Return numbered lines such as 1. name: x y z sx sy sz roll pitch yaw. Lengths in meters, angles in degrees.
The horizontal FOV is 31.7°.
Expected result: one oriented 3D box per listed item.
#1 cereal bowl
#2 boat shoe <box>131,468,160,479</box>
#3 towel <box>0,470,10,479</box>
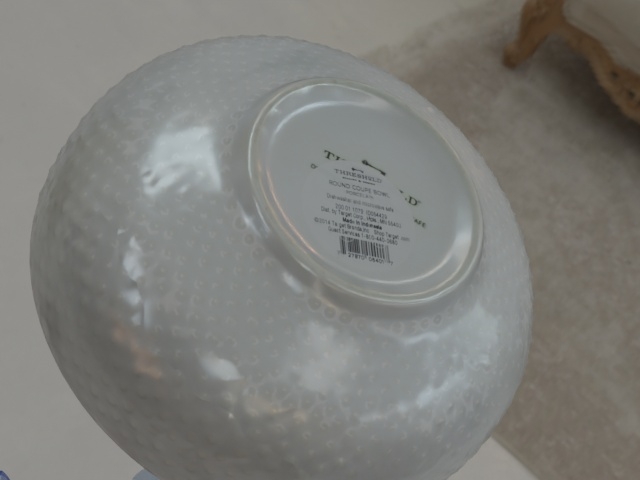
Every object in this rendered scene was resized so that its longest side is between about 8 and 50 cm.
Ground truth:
1. cereal bowl: 0.000 0.000 0.716 0.339 0.141 0.339 16 53 -22
2. boat shoe: -0.159 0.344 1.189 0.080 0.076 0.228 -16 41 -11
3. towel: -0.430 0.471 1.445 0.034 0.209 0.285 1 45 9
